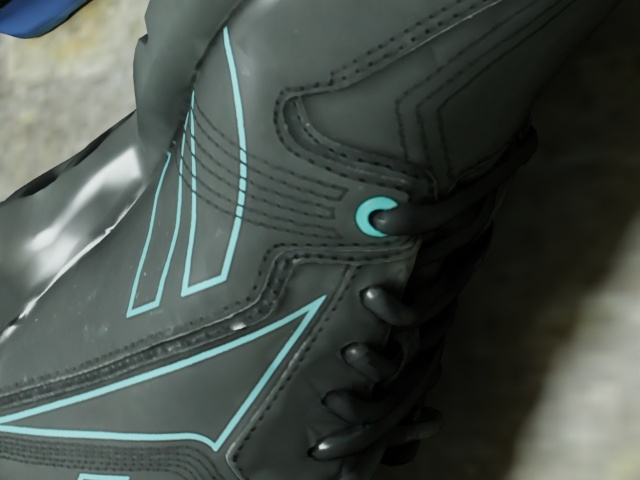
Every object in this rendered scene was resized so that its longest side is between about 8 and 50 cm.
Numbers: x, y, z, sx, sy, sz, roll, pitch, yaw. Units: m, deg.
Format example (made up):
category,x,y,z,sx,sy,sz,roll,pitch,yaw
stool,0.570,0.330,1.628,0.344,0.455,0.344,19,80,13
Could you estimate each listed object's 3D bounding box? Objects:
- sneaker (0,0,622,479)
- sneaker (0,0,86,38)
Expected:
category,x,y,z,sx,sy,sz,roll,pitch,yaw
sneaker,0.000,0.000,0.391,0.267,0.101,0.106,-41,79,44
sneaker,-0.075,-0.116,0.475,0.232,0.090,0.081,-33,63,48
